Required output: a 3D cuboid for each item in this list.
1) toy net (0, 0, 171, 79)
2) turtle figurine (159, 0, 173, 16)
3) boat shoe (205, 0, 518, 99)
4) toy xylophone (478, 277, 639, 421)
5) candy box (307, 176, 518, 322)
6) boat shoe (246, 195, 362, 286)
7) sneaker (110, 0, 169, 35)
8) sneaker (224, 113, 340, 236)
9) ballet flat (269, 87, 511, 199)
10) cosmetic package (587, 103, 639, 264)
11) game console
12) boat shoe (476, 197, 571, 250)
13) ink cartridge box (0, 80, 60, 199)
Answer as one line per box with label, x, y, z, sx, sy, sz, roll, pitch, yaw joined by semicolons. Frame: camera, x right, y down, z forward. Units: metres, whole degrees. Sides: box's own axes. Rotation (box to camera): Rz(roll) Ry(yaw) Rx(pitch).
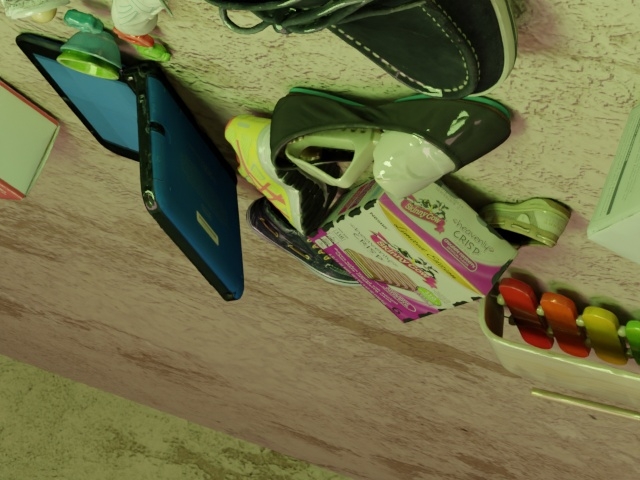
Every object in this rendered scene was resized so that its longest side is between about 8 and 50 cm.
toy net;-0.249;-0.211;1.804;0.122;0.045;0.232;15;174;28
turtle figurine;-0.176;-0.272;1.474;0.234;0.118;0.175;24;178;28
boat shoe;-0.018;-0.227;1.369;0.187;0.156;0.500;5;158;38
toy xylophone;0.333;0.142;2.170;0.323;0.081;0.236;17;162;15
candy box;0.097;0.004;1.991;0.159;0.071;0.233;42;159;-8
boat shoe;0.000;0.000;2.170;0.183;0.065;0.083;26;164;-11
sneaker;-0.165;-0.231;1.699;0.061;0.053;0.152;16;162;8
sneaker;-0.045;-0.080;1.987;0.094;0.081;0.208;22;159;26
ballet flat;0.061;-0.091;1.775;0.280;0.096;0.095;5;156;42
cosmetic package;0.380;-0.036;1.485;0.224;0.138;0.225;25;164;-11
game console;-0.213;-0.078;2.038;0.173;0.250;0.293;-12;154;13
boat shoe;0.208;-0.009;1.923;0.056;0.048;0.153;31;161;-26
ink cartridge box;-0.496;-0.148;2.235;0.283;0.117;0.207;3;155;45
